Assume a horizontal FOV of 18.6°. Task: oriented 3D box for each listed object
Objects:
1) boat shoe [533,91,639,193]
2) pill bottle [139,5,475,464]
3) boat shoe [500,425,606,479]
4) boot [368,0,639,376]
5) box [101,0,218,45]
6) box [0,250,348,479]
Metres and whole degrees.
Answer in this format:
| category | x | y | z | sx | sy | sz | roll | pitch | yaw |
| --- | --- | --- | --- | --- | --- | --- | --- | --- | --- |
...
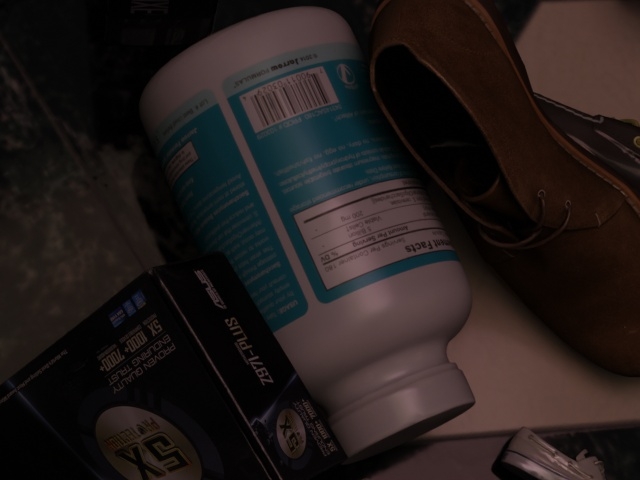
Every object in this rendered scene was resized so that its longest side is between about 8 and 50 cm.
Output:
| category | x | y | z | sx | sy | sz | roll | pitch | yaw |
| --- | --- | --- | --- | --- | --- | --- | --- | --- | --- |
| boat shoe | 0.201 | -0.038 | 1.279 | 0.228 | 0.081 | 0.068 | 33 | 60 | 3 |
| pill bottle | 0.000 | 0.000 | 1.204 | 0.146 | 0.146 | 0.264 | -21 | 78 | -13 |
| boat shoe | 0.166 | 0.150 | 1.242 | 0.100 | 0.035 | 0.035 | 27 | 75 | 8 |
| boot | 0.123 | -0.017 | 1.199 | 0.112 | 0.115 | 0.305 | -31 | 108 | 25 |
| box | -0.109 | -0.306 | 1.226 | 0.077 | 0.242 | 0.307 | -4 | 74 | -8 |
| box | -0.101 | 0.117 | 1.143 | 0.180 | 0.077 | 0.147 | -36 | 80 | 28 |
